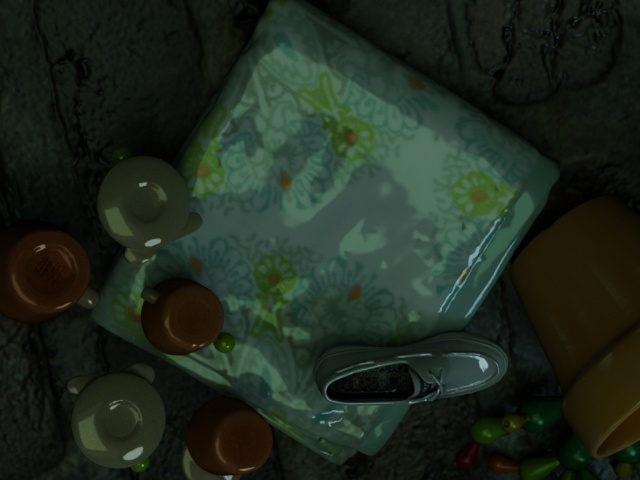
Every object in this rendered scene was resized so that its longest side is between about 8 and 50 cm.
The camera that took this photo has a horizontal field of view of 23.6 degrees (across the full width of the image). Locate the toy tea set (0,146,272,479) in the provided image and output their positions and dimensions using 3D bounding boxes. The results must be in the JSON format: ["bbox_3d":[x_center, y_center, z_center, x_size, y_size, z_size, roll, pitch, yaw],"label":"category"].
[{"bbox_3d":[-0.177,0.092,1.414,0.200,0.124,0.336,-25,98,-20],"label":"toy tea set"}]

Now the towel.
[{"bbox_3d":[0.000,0.000,1.465,0.321,0.090,0.374,30,103,-9],"label":"towel"}]

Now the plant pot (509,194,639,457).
[{"bbox_3d":[0.281,0.067,1.425,0.205,0.205,0.188,-38,69,10],"label":"plant pot"}]

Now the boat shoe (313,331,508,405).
[{"bbox_3d":[0.087,0.125,1.429,0.184,0.063,0.066,2,112,-6],"label":"boat shoe"}]

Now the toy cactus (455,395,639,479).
[{"bbox_3d":[0.259,0.189,1.525,0.219,0.112,0.180,18,95,3],"label":"toy cactus"}]
